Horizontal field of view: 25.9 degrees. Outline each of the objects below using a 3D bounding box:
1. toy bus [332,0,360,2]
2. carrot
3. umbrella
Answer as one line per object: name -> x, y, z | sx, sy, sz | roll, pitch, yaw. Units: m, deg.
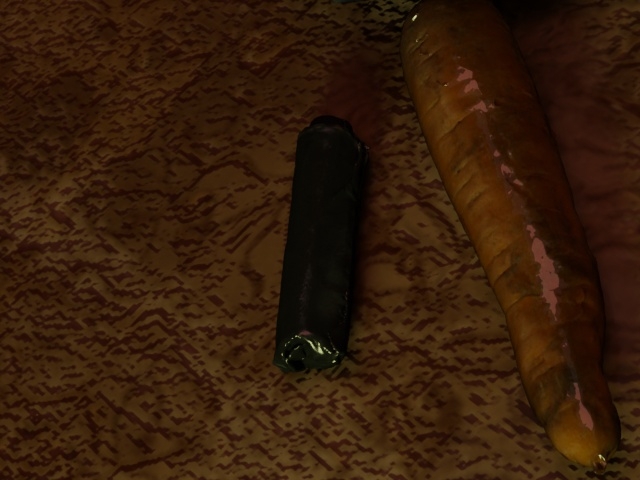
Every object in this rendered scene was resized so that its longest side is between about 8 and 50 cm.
toy bus -> 0.043, -0.345, 0.691 | 0.249, 0.209, 0.440 | -11, 53, -18
carrot -> 0.084, -0.010, 0.598 | 0.059, 0.059, 0.248 | -21, 59, 9
umbrella -> 0.002, 0.000, 0.640 | 0.036, 0.031, 0.133 | 8, 60, -4
